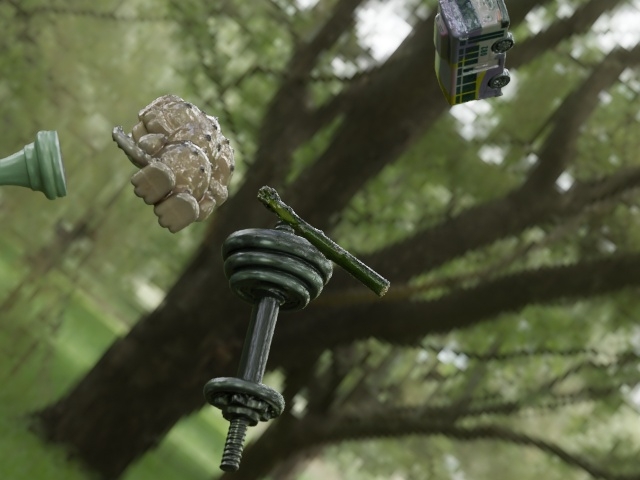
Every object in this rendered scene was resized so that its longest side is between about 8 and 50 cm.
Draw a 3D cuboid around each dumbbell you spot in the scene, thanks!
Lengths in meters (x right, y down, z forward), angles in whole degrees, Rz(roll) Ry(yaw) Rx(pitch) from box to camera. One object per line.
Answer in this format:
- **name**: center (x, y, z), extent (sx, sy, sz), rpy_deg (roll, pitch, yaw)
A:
- **dumbbell**: center (-0.060, 0.098, 1.662), extent (0.110, 0.254, 0.110), rpy_deg (11, -23, 5)

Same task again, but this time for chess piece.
- **chess piece**: center (-0.295, -0.065, 1.657), extent (0.067, 0.103, 0.067), rpy_deg (171, -90, -83)

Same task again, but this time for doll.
- **doll**: center (-0.178, -0.093, 2.122), extent (0.154, 0.119, 0.278), rpy_deg (54, 12, -6)

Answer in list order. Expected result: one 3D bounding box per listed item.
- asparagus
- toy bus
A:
- **asparagus**: center (0.000, 0.000, 1.312), extent (0.127, 0.015, 0.018), rpy_deg (39, 23, 16)
- **toy bus**: center (0.120, -0.158, 1.402), extent (0.102, 0.058, 0.052), rpy_deg (86, -12, -59)
